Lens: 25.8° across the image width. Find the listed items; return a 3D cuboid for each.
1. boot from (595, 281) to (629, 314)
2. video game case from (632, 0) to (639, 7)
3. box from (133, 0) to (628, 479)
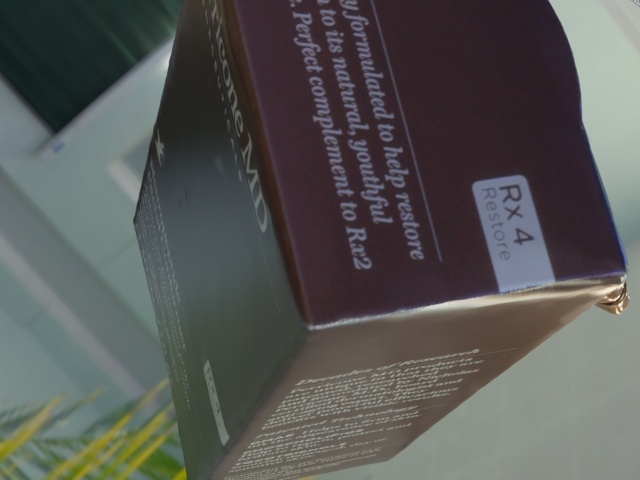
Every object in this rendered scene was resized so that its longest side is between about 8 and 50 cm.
[{"bbox_3d":[0.323,-0.027,1.917,0.109,0.283,0.220,-43,151,6],"label":"boot"},{"bbox_3d":[0.365,-0.391,1.623,0.173,0.190,0.022,-47,-162,24],"label":"video game case"},{"bbox_3d":[0.000,0.000,0.706,0.143,0.191,0.381,-8,162,-16],"label":"box"}]
